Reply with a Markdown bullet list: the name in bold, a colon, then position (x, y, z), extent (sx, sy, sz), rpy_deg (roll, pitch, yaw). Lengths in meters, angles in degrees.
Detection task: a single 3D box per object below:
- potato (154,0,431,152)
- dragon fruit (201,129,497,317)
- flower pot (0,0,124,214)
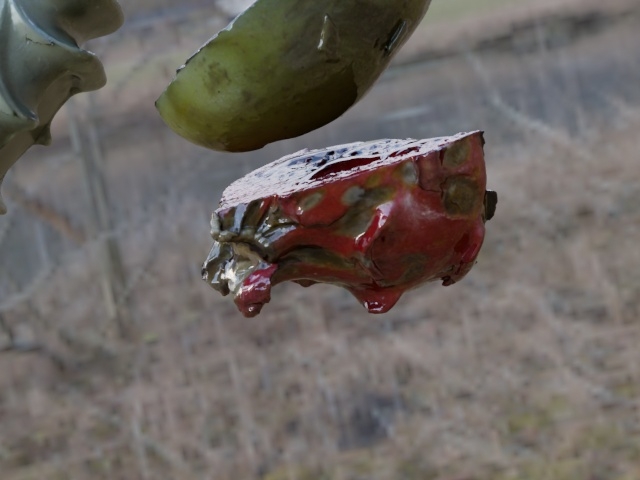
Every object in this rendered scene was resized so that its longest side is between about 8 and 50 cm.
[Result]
- **potato**: position (0.000, -0.157, 1.559), extent (0.271, 0.111, 0.160), rpy_deg (-39, 0, -4)
- **dragon fruit**: position (0.000, 0.000, 1.586), extent (0.211, 0.134, 0.262), rpy_deg (-16, 8, -28)
- **flower pot**: position (-0.383, -0.153, 1.950), extent (0.367, 0.254, 0.164), rpy_deg (-55, -6, -6)
